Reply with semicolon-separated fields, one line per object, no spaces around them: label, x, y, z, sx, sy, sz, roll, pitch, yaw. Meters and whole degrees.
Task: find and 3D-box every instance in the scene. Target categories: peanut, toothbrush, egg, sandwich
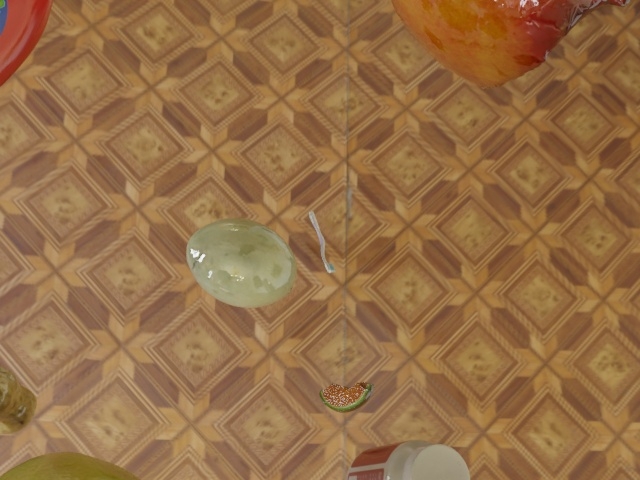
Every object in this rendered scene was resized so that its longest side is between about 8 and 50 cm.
peanut;-0.585;0.294;1.240;0.103;0.229;0.098;34;63;19
toothbrush;0.000;0.000;1.053;0.013;0.011;0.131;3;45;-24
egg;-0.166;0.048;1.452;0.253;0.187;0.186;25;69;-26
sandwich;0.056;0.350;1.511;0.135;0.029;0.067;-13;58;34

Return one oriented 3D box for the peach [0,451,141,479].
peach;-0.362;0.458;0.977;0.282;0.315;0.314;-17;38;-9

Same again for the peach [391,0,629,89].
peach;0.234;-0.383;0.846;0.335;0.406;0.310;-37;101;23

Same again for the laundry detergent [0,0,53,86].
laundry detergent;-0.270;-0.184;0.557;0.097;0.049;0.165;35;76;11

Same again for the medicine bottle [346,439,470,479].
medicine bottle;0.142;0.409;1.152;0.131;0.250;0.131;8;67;-19
